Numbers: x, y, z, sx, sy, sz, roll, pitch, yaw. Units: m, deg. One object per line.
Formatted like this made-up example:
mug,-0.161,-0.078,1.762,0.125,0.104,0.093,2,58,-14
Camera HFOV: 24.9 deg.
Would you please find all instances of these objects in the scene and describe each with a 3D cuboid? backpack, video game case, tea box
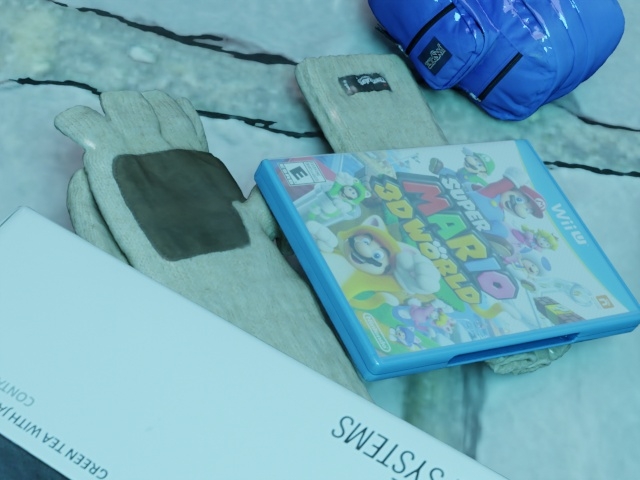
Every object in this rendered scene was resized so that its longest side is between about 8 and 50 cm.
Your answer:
backpack,0.092,-0.123,0.776,0.101,0.098,0.120,-37,85,-20
video game case,0.063,0.003,0.685,0.166,0.015,0.119,-7,54,-35
tea box,-0.059,0.221,0.455,0.329,0.220,0.323,28,60,27

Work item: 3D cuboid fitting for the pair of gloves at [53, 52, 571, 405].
pair of gloves,0.000,0.000,0.694,0.240,0.042,0.204,-15,59,-41
